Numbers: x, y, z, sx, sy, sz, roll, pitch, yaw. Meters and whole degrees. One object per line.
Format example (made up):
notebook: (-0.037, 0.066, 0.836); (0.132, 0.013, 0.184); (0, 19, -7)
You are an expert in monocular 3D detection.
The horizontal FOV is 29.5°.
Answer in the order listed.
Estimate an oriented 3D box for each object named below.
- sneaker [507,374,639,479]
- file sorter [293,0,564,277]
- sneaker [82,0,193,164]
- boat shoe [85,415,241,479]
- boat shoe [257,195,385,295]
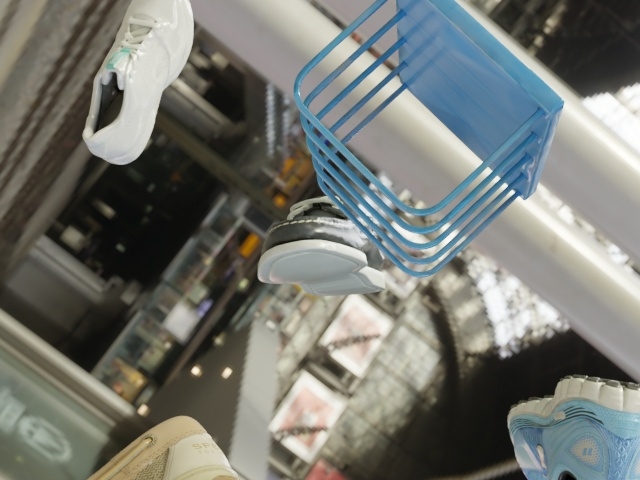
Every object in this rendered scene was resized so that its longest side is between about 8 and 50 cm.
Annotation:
sneaker: (0.133, 0.121, 0.645); (0.162, 0.064, 0.073); (90, 9, -71)
file sorter: (0.059, -0.059, 0.722); (0.104, 0.118, 0.170); (-43, 167, -7)
sneaker: (-0.198, -0.188, 1.290); (0.094, 0.080, 0.212); (29, 77, -72)
boat shoe: (-0.210, 0.271, 0.941); (0.341, 0.110, 0.121); (-35, 142, -9)
boat shoe: (0.000, 0.000, 1.259); (0.302, 0.114, 0.091); (46, 38, -78)
